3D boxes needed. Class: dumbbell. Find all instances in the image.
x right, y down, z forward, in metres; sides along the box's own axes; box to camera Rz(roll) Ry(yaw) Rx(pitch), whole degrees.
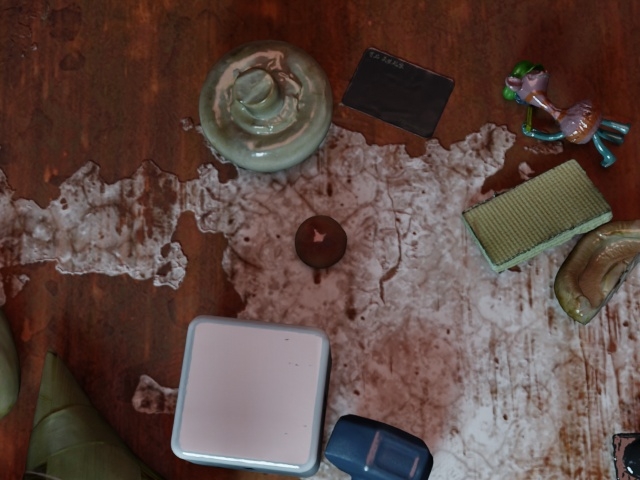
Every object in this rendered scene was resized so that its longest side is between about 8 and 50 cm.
[{"bbox_3d":[0.039,0.406,1.433,0.144,0.160,0.325,19,76,18],"label":"dumbbell"}]

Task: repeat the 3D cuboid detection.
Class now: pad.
[{"bbox_3d":[0.124,-0.237,1.683,0.157,0.003,0.112,23,77,8],"label":"pad"}]

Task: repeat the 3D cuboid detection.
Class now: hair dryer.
[{"bbox_3d":[0.518,0.391,1.476,0.195,0.078,0.248,-4,80,2],"label":"hair dryer"}]

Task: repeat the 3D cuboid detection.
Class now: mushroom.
[{"bbox_3d":[0.414,0.039,1.565,0.094,0.072,0.210,34,65,15],"label":"mushroom"},{"bbox_3d":[-0.085,-0.209,1.574,0.207,0.215,0.207,-1,83,5],"label":"mushroom"}]

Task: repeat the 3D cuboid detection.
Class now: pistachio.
[{"bbox_3d":[-0.503,0.172,1.523,0.129,0.131,0.206,-22,76,23],"label":"pistachio"}]

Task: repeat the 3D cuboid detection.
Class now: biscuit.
[{"bbox_3d":[0.324,-0.038,1.588,0.199,0.040,0.121,-25,55,-3],"label":"biscuit"}]

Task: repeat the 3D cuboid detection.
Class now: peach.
[{"bbox_3d":[0.000,0.002,1.586,0.083,0.083,0.083,0,75,1],"label":"peach"}]

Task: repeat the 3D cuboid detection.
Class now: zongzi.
[{"bbox_3d":[-0.272,0.309,1.481,0.289,0.154,0.317,5,69,-5],"label":"zongzi"}]

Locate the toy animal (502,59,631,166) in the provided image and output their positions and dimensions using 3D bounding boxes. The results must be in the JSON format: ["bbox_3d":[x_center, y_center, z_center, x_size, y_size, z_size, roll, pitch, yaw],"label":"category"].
[{"bbox_3d":[0.373,-0.191,1.630,0.208,0.100,0.103,32,117,7],"label":"toy animal"}]

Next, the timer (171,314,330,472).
[{"bbox_3d":[-0.089,0.221,1.467,0.194,0.195,0.192,6,75,4],"label":"timer"}]
